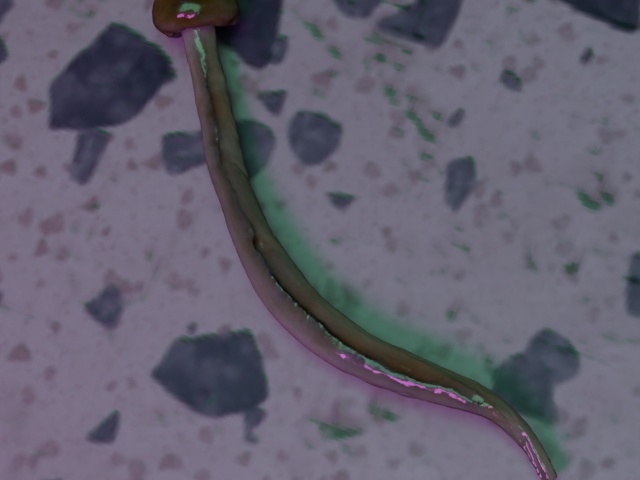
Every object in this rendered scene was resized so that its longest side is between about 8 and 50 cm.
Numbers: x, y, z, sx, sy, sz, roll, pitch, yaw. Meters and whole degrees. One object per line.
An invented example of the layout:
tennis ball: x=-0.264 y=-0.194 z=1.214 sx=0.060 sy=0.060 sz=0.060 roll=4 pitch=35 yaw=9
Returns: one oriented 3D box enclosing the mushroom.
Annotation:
mushroom: x=-0.002 y=0.000 z=0.821 sx=0.068 sy=0.043 sz=0.306 roll=-40 pitch=71 yaw=23
